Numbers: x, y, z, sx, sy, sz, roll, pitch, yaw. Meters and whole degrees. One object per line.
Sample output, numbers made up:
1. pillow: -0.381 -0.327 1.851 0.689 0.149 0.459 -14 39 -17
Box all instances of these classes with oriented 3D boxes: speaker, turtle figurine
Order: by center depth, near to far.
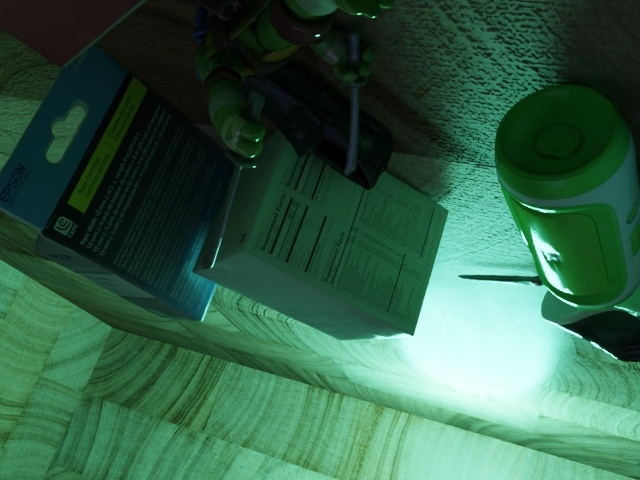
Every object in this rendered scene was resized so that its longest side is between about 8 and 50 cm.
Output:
1. turtle figurine: -0.001 -0.145 0.552 0.197 0.275 0.266 -8 171 -33
2. speaker: 0.276 -0.030 0.680 0.131 0.131 0.296 5 155 33

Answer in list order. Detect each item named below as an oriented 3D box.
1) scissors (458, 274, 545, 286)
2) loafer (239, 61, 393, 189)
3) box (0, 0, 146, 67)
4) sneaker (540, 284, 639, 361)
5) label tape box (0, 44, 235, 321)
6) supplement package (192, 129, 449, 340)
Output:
1. scissors: 0.355 0.059 0.985 0.297 0.021 0.109 11 158 25
2. loafer: -0.011 -0.136 0.732 0.223 0.078 0.076 29 157 -23
3. box: -0.180 -0.256 0.486 0.127 0.149 0.232 35 154 -33
4. sneaker: 0.446 0.086 0.830 0.146 0.105 0.295 28 156 -13
5. label tape box: -0.271 -0.067 0.888 0.115 0.249 0.347 -1 151 41
6. supplement package: 0.000 0.000 0.891 0.262 0.198 0.199 28 158 -22
